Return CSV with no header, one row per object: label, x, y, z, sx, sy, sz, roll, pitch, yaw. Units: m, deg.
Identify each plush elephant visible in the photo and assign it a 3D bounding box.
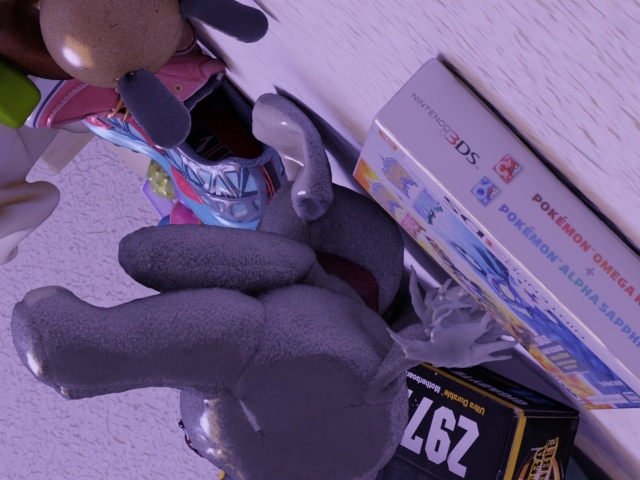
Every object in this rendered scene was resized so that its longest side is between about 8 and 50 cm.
plush elephant,-0.030,0.055,1.343,0.255,0.330,0.272,-94,-21,-63

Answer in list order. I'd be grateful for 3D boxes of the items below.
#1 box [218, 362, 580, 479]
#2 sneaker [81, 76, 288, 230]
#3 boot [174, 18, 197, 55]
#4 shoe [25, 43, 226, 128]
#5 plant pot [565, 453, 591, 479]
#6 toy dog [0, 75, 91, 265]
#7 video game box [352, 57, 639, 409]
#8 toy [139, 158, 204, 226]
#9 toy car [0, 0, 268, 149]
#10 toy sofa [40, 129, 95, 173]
box,0.045,0.205,1.528,0.079,0.257,0.322,8,-169,-40
sneaker,-0.116,-0.118,1.534,0.262,0.104,0.125,39,156,18
boot,-0.132,-0.185,1.343,0.106,0.037,0.114,42,170,9
shoe,-0.141,-0.113,1.397,0.081,0.178,0.063,40,130,6
plant pot,0.130,0.259,1.713,0.252,0.248,0.247,62,-179,19
toy dog,-0.360,-0.103,1.679,0.284,0.408,0.395,43,175,13
video game box,0.098,0.005,0.940,0.187,0.048,0.205,47,175,3
toy,-0.118,-0.036,1.695,0.137,0.056,0.237,54,156,11
toy car,-0.126,-0.131,1.152,0.188,0.155,0.149,29,168,25
toy sofa,-0.336,-0.214,2.069,0.177,0.150,0.362,46,175,-25
